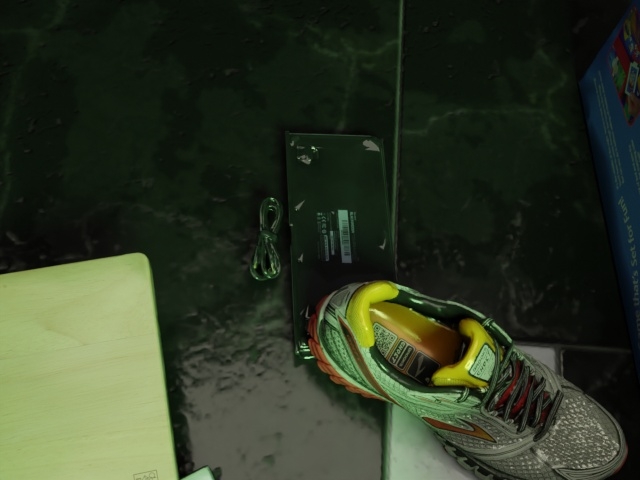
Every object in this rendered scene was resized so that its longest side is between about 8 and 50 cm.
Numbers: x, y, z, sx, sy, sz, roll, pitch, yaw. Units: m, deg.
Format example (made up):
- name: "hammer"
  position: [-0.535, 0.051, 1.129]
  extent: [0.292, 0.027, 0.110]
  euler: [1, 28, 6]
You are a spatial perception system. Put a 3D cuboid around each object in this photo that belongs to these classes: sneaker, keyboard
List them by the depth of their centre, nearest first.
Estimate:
- name: "sneaker"
  position: [0.099, 0.097, 0.506]
  extent: [0.225, 0.092, 0.088]
  euler: [26, 69, -4]
- name: "keyboard"
  position: [0.000, 0.000, 0.587]
  extent: [0.108, 0.023, 0.180]
  euler: [1, 66, -10]

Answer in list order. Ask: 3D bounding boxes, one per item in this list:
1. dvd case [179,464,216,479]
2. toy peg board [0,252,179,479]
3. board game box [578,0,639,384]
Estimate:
- name: "dvd case"
  position: [-0.138, 0.270, 0.461]
  extent: [0.239, 0.029, 0.179]
  euler: [-25, 70, -13]
- name: "toy peg board"
  position: [-0.177, 0.105, 0.507]
  extent: [0.161, 0.079, 0.160]
  euler: [-9, 77, -5]
- name: "board game box"
  position: [0.272, -0.021, 0.497]
  extent: [0.078, 0.233, 0.347]
  euler: [-1, 68, -4]
